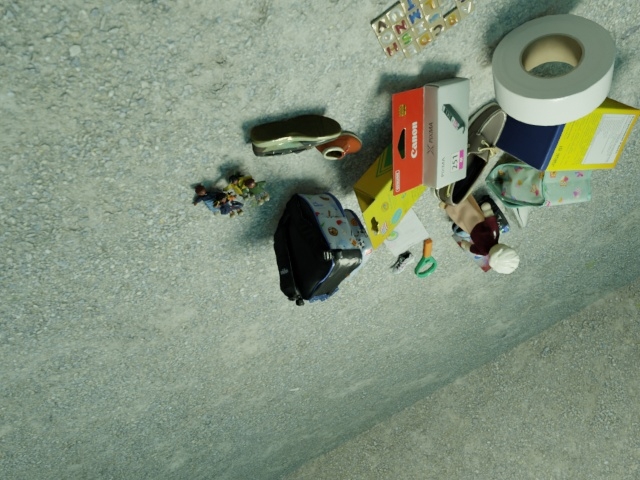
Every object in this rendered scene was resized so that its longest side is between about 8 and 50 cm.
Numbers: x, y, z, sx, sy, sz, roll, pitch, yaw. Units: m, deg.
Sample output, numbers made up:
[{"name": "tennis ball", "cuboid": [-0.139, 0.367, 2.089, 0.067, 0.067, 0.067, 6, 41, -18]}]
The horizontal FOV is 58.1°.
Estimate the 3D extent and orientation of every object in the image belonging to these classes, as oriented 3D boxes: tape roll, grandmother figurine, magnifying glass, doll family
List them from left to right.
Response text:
[{"name": "doll family", "cuboid": [-0.226, -0.116, 1.439, 0.193, 0.076, 0.111, -30, 150, 6]}, {"name": "magnifying glass", "cuboid": [0.402, 0.070, 2.170, 0.092, 0.026, 0.231, -23, 144, -10]}, {"name": "grandmother figurine", "cuboid": [0.510, -0.036, 1.834, 0.104, 0.342, 0.208, -21, 145, -12]}, {"name": "tape roll", "cuboid": [0.579, -0.430, 1.442, 0.286, 0.286, 0.100, -31, 144, 2]}]

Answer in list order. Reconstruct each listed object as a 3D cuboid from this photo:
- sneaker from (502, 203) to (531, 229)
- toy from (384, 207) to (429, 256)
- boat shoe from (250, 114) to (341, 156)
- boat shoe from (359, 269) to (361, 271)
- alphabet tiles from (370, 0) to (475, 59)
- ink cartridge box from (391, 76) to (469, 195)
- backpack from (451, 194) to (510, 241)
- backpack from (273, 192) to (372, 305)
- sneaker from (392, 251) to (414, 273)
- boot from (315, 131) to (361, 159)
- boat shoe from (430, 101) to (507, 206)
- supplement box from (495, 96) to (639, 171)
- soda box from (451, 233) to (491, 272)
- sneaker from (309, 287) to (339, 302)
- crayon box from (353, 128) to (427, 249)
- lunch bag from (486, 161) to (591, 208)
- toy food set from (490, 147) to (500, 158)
[{"name": "sneaker", "cuboid": [0.745, -0.118, 2.136, 0.095, 0.090, 0.235, -42, 146, 1]}, {"name": "toy", "cuboid": [0.249, -0.054, 1.877, 0.137, 0.056, 0.237, -32, 141, 10]}, {"name": "boat shoe", "cuboid": [-0.061, -0.248, 1.393, 0.223, 0.080, 0.073, -11, 147, -17]}, {"name": "boat shoe", "cuboid": [0.098, 0.037, 1.884, 0.079, 0.084, 0.233, 5, 158, 17]}, {"name": "alphabet tiles", "cuboid": [0.232, -0.524, 1.310, 0.237, 0.009, 0.198, -36, 145, 8]}, {"name": "ink cartridge box", "cuboid": [0.288, -0.266, 1.494, 0.239, 0.060, 0.275, -24, 122, -35]}, {"name": "backpack", "cuboid": [0.551, -0.056, 2.000, 0.173, 0.158, 0.117, -33, 106, 14]}, {"name": "backpack", "cuboid": [0.000, 0.000, 1.582, 0.213, 0.263, 0.276, -11, 154, -38]}, {"name": "sneaker", "cuboid": [0.292, 0.076, 2.090, 0.098, 0.038, 0.069, -43, 143, 2]}, {"name": "boot", "cuboid": [0.052, -0.236, 1.479, 0.158, 0.084, 0.059, -2, 135, -37]}, {"name": "boat shoe", "cuboid": [0.448, -0.247, 1.681, 0.116, 0.097, 0.324, 28, 101, -35]}, {"name": "supplement box", "cuboid": [0.735, -0.335, 1.719, 0.356, 0.195, 0.194, -5, 124, -31]}, {"name": "soda box", "cuboid": [0.602, 0.032, 2.207, 0.083, 0.092, 0.263, -41, 144, 14]}, {"name": "sneaker", "cuboid": [-0.007, 0.153, 1.941, 0.081, 0.090, 0.232, -39, 166, 11]}, {"name": "crayon box", "cuboid": [0.201, -0.151, 1.592, 0.318, 0.081, 0.202, -50, 149, -17]}, {"name": "lunch bag", "cuboid": [0.710, -0.189, 1.893, 0.223, 0.262, 0.160, -8, 100, -27]}, {"name": "toy food set", "cuboid": [0.518, -0.280, 1.798, 0.192, 0.038, 0.132, -44, 143, 19]}]
